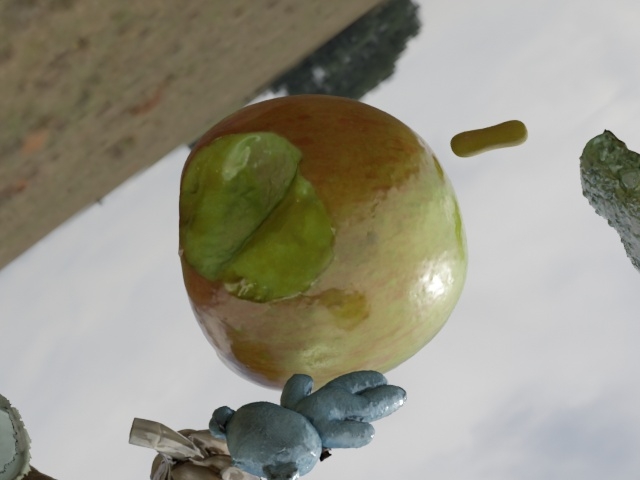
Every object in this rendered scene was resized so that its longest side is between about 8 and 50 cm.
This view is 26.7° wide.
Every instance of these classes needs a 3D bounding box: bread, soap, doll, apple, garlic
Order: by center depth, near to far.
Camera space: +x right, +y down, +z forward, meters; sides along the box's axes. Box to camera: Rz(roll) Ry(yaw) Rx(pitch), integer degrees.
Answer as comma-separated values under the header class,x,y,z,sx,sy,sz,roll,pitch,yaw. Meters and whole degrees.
class,x,y,z,sx,sy,sz,roll,pitch,yaw
doll,-0.007,0.174,1.237,0.179,0.075,0.120,-12,-152,-35
garlic,-0.145,0.257,1.441,0.127,0.194,0.131,-35,-134,10
apple,0.000,0.000,1.499,0.339,0.340,0.339,-36,-172,6
soap,0.188,-0.113,1.502,0.089,0.034,0.012,-15,154,-5
bread,0.401,-0.027,1.664,0.064,0.232,0.172,-36,-170,-17

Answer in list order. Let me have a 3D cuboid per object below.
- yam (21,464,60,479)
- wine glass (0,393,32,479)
class,x,y,z,sx,sy,sz,roll,pitch,yaw
yam,-0.389,0.338,1.792,0.127,0.084,0.084,13,-134,47
wine glass,-0.415,0.229,1.200,0.321,0.143,0.143,-32,-171,16
